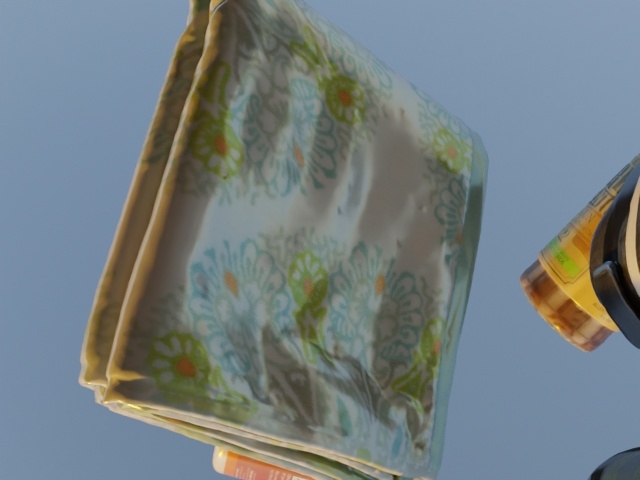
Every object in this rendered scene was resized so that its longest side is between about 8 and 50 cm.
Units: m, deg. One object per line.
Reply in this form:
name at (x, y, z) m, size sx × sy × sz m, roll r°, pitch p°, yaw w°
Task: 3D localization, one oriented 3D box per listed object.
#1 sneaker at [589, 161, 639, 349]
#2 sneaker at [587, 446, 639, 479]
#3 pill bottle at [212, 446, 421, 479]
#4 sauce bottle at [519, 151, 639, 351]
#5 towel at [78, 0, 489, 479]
sneaker at (0.177, -0.046, 0.370) m, size 0.079 × 0.121 × 0.217 m, roll 33°, pitch -119°, yaw 12°
sneaker at (0.255, 0.088, 0.397) m, size 0.121 × 0.300 × 0.111 m, roll 56°, pitch -139°, yaw -7°
pill bottle at (0.003, 0.213, 0.893) m, size 0.216 × 0.121 × 0.121 m, roll 15°, pitch -112°, yaw 0°
sauce bottle at (0.340, -0.046, 0.787) m, size 0.344 × 0.111 × 0.111 m, roll -49°, pitch -116°, yaw 17°
towel at (0.000, 0.000, 0.676) m, size 0.090 × 0.320 × 0.375 m, roll -13°, pitch -123°, yaw 44°
